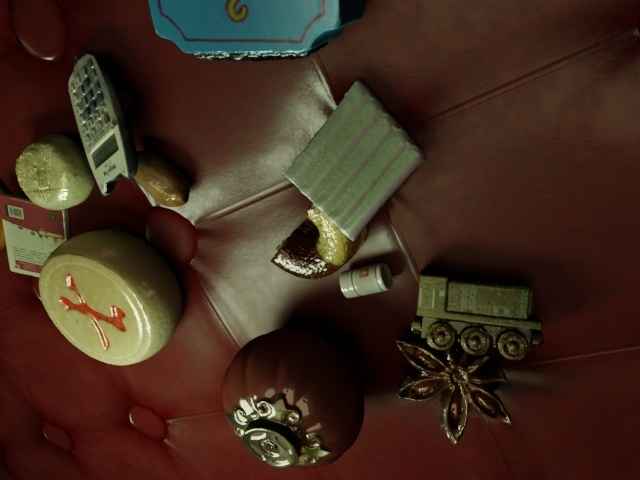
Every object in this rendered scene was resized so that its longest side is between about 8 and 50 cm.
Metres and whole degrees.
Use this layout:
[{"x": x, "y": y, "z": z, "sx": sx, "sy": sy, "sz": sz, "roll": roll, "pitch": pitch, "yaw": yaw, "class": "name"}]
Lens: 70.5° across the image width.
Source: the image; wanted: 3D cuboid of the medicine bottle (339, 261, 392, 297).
[{"x": 0.088, "y": 0.077, "z": 0.879, "sx": 0.089, "sy": 0.057, "sz": 0.057, "roll": -16, "pitch": 109, "yaw": 27, "class": "medicine bottle"}]

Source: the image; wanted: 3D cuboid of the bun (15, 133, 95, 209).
[{"x": -0.576, "y": -0.150, "z": 0.999, "sx": 0.188, "sy": 0.111, "sz": 0.164, "roll": -1, "pitch": 98, "yaw": 25, "class": "bun"}]

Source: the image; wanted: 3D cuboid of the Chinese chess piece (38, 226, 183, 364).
[{"x": -0.499, "y": 0.137, "z": 1.090, "sx": 0.337, "sy": 0.140, "sz": 0.338, "roll": 9, "pitch": 119, "yaw": 17, "class": "Chinese chess piece"}]

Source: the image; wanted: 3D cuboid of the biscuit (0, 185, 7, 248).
[{"x": -0.920, "y": -0.090, "z": 1.188, "sx": 0.277, "sy": 0.052, "sz": 0.262, "roll": -37, "pitch": 99, "yaw": 29, "class": "biscuit"}]

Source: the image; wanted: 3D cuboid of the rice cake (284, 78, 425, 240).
[{"x": 0.058, "y": -0.129, "z": 0.754, "sx": 0.198, "sy": 0.037, "sz": 0.189, "roll": -43, "pitch": 96, "yaw": 5, "class": "rice cake"}]

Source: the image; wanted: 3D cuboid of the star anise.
[{"x": 0.254, "y": 0.278, "z": 0.890, "sx": 0.214, "sy": 0.099, "sz": 0.220, "roll": -15, "pitch": 89, "yaw": 23, "class": "star anise"}]

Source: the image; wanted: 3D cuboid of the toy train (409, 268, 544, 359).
[{"x": 0.275, "y": 0.129, "z": 0.803, "sx": 0.225, "sy": 0.090, "sz": 0.137, "roll": 4, "pitch": 91, "yaw": 14, "class": "toy train"}]

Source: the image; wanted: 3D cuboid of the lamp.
[{"x": -0.056, "y": 0.327, "z": 0.945, "sx": 0.302, "sy": 0.257, "sz": 0.303, "roll": 9, "pitch": 120, "yaw": 17, "class": "lamp"}]

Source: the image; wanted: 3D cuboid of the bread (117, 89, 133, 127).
[{"x": -0.398, "y": -0.252, "z": 0.910, "sx": 0.036, "sy": 0.047, "sz": 0.083, "roll": 7, "pitch": 125, "yaw": -17, "class": "bread"}]

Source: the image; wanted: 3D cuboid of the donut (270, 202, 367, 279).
[{"x": 0.001, "y": -0.002, "z": 0.857, "sx": 0.141, "sy": 0.085, "sz": 0.217, "roll": 35, "pitch": 121, "yaw": 2, "class": "donut"}]

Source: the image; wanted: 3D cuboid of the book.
[{"x": -0.718, "y": 0.000, "z": 1.152, "sx": 0.162, "sy": 0.022, "sz": 0.232, "roll": 13, "pitch": 121, "yaw": -3, "class": "book"}]

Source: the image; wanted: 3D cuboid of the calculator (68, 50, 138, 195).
[{"x": -0.436, "y": -0.234, "z": 0.893, "sx": 0.177, "sy": 0.040, "sz": 0.268, "roll": -14, "pitch": 97, "yaw": 43, "class": "calculator"}]

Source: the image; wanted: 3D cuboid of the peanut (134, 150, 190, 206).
[{"x": -0.331, "y": -0.127, "z": 0.930, "sx": 0.152, "sy": 0.076, "sz": 0.076, "roll": 40, "pitch": 123, "yaw": 4, "class": "peanut"}]

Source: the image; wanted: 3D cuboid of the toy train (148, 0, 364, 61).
[{"x": -0.099, "y": -0.394, "z": 0.642, "sx": 0.300, "sy": 0.188, "sz": 0.265, "roll": 7, "pitch": 122, "yaw": 17, "class": "toy train"}]
